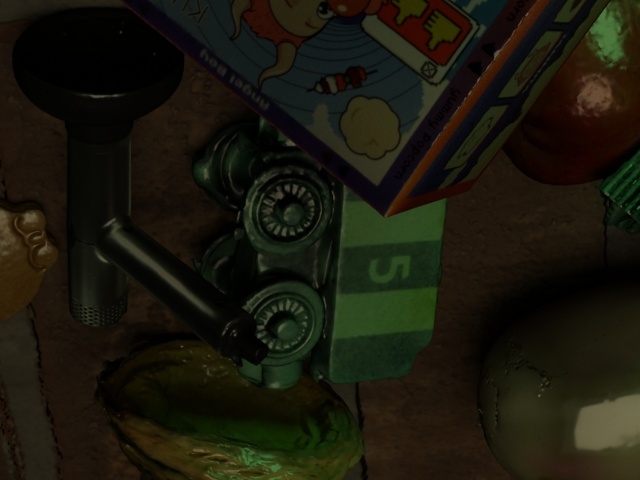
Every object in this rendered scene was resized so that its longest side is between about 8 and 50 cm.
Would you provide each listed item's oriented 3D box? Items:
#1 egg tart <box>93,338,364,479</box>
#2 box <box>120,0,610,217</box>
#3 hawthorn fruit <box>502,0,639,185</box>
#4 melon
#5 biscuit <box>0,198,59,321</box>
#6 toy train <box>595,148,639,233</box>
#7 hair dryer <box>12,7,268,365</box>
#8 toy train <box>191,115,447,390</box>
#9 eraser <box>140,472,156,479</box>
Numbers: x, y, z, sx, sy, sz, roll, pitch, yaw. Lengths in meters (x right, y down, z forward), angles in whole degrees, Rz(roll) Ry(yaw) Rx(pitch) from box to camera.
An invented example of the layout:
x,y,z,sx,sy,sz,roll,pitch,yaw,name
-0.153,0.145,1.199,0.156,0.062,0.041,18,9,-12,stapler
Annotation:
x,y,z,sx,sy,sz,roll,pitch,yaw,name
-0.095,0.191,1.704,0.278,0.279,0.095,9,114,-15,egg tart
0.047,-0.251,1.416,0.348,0.257,0.319,41,110,12,box
0.261,-0.176,1.616,0.260,0.224,0.224,-22,122,-21,hawthorn fruit
0.314,0.155,1.785,0.316,0.223,0.223,-13,119,-2,melon
-0.388,0.021,1.691,0.248,0.035,0.184,3,117,-13,biscuit
0.378,-0.051,1.654,0.138,0.330,0.178,43,99,15,toy train
-0.142,-0.034,1.598,0.284,0.155,0.320,16,127,28,hair dryer
0.000,0.000,1.683,0.238,0.167,0.299,-3,115,-20,toy train
-0.116,0.306,1.746,0.087,0.290,0.171,31,108,-25,eraser
